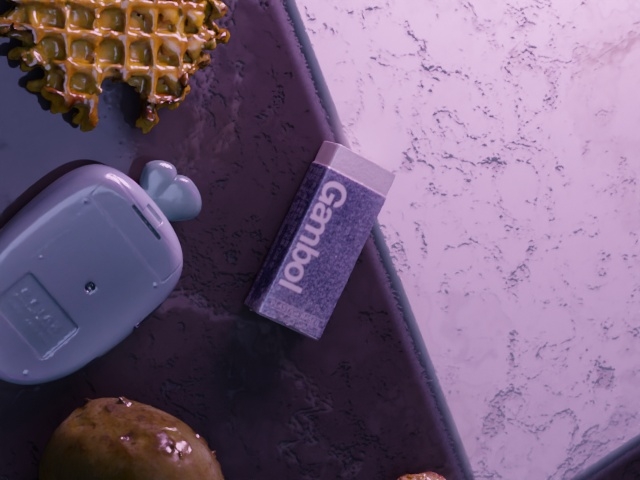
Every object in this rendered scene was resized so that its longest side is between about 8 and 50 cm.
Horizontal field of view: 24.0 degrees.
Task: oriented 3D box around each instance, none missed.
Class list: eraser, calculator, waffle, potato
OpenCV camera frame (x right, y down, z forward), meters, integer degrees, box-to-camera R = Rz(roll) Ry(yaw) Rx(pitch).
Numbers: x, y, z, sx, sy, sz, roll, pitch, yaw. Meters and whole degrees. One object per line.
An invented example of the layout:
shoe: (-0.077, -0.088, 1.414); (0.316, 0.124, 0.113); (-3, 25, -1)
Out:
eraser: (0.000, 0.000, 1.718); (0.092, 0.046, 0.212); (27, 87, -29)
calculator: (-0.250, 0.028, 1.599); (0.299, 0.041, 0.185); (-41, 116, -12)
waffle: (-0.211, -0.228, 1.562); (0.231, 0.051, 0.228); (-49, 114, -10)
potato: (-0.200, 0.317, 1.603); (0.173, 0.210, 0.307); (-37, 135, -65)

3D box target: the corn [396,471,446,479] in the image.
corn: (0.160, 0.389, 1.862); (0.086, 0.086, 0.253); (-29, 110, -19)
